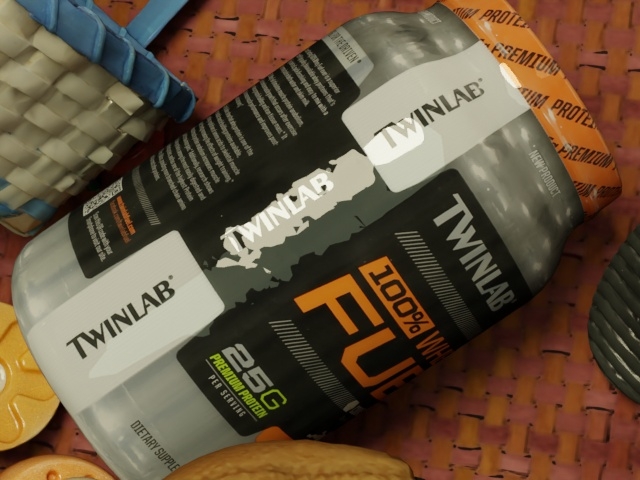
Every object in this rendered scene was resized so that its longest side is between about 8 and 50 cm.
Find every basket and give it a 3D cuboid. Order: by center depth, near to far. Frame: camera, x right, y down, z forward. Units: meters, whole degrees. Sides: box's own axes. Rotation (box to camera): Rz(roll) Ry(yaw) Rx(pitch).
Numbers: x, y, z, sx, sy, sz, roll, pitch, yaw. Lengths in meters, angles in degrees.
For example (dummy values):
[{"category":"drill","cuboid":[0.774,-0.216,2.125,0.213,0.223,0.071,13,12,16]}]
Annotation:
[{"category":"basket","cuboid":[-0.168,-0.163,0.713,0.289,0.255,0.201,-45,64,2]}]

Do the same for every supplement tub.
[{"category":"supplement tub","cuboid":[0.000,0.000,0.705,0.316,0.193,0.193,-35,77,4]}]

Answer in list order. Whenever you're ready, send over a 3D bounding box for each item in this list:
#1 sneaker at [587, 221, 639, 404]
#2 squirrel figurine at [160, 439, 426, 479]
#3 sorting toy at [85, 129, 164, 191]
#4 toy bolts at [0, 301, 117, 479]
[{"category":"sneaker","cuboid":[0.298,-0.023,0.696,0.330,0.146,0.122,-48,67,26]},{"category":"squirrel figurine","cuboid":[-0.031,0.296,0.542,0.397,0.281,0.370,-29,84,1]},{"category":"sorting toy","cuboid":[-0.150,-0.064,0.826,0.102,0.042,0.061,21,70,25]},{"category":"toy bolts","cuboid":[-0.222,0.123,0.697,0.229,0.158,0.218,0,70,-29]}]
